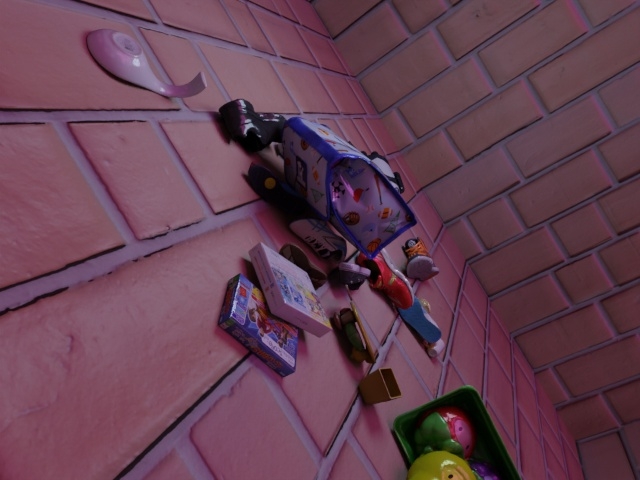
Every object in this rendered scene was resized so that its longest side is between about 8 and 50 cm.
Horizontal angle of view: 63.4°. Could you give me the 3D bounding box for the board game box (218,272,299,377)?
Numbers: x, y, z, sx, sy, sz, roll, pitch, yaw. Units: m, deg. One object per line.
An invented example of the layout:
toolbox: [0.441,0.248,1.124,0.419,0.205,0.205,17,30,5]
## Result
board game box: [-0.124,0.180,1.103,0.201,0.035,0.136,47,25,-27]

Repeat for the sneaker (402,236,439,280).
sneaker: [0.411,0.067,2.266,0.180,0.125,0.321,64,12,23]

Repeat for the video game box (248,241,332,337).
video game box: [-0.070,0.119,1.221,0.205,0.048,0.187,38,17,-49]

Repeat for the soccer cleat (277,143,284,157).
soccer cleat: [-0.068,-0.270,1.742,0.196,0.068,0.076,31,40,-37]

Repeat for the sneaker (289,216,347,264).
sneaker: [0.000,0.000,1.525,0.237,0.085,0.086,31,45,-43]

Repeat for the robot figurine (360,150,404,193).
robot figurine: [0.227,-0.249,2.173,0.173,0.209,0.278,49,21,-55]

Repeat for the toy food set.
toy food set: [0.082,0.244,1.426,0.128,0.071,0.217,67,2,-72]

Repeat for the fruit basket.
fruit basket: [0.346,0.590,1.317,0.392,0.283,0.392,63,5,-11]

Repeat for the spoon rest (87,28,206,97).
spoon rest: [-0.406,-0.400,1.209,0.276,0.084,0.137,14,47,-42]

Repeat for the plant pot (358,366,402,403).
plant pot: [0.150,0.386,1.352,0.081,0.083,0.081,19,45,-57]

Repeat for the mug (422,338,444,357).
mug: [0.420,0.403,1.940,0.064,0.078,0.062,-39,130,-59]

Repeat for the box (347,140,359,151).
box: [0.105,-0.210,1.882,0.203,0.167,0.168,44,27,-31]

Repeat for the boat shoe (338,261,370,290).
boat shoe: [0.103,0.116,1.601,0.228,0.080,0.076,33,66,-75]

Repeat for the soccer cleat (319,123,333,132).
soccer cleat: [0.071,-0.341,2.071,0.289,0.093,0.121,55,23,-9]

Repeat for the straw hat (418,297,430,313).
straw hat: [0.398,0.264,2.044,0.144,0.061,0.144,46,25,-29]

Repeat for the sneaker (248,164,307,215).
sneaker: [-0.129,-0.144,1.472,0.209,0.069,0.082,37,3,-30]

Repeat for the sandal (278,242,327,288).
sandal: [-0.050,0.064,1.365,0.180,0.072,0.049,42,13,-38]

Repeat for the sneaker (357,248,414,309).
sneaker: [0.217,0.142,1.811,0.279,0.107,0.118,52,42,-8]

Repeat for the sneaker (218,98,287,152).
sneaker: [-0.184,-0.315,1.533,0.286,0.109,0.130,3,68,-55]

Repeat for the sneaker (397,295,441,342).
sneaker: [0.353,0.278,1.922,0.228,0.087,0.092,53,2,-7]

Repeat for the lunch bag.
lunch bag: [0.056,-0.173,1.541,0.385,0.239,0.328,48,0,-43]

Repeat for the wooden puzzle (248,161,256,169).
wooden puzzle: [-0.183,-0.197,1.483,0.049,0.006,0.083,48,25,-24]
